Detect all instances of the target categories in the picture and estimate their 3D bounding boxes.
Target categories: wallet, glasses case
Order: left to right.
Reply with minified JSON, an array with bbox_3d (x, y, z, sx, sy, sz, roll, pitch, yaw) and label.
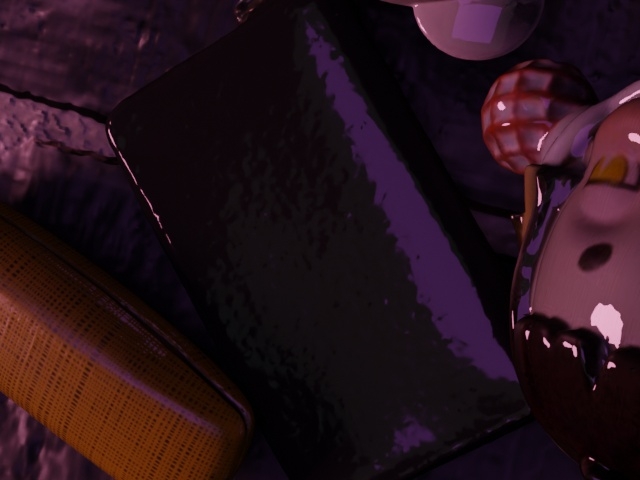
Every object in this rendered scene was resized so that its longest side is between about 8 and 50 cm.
[{"bbox_3d":[-0.134,0.045,0.626,0.234,0.064,0.079,35,113,12],"label":"glasses case"},{"bbox_3d":[0.000,0.000,0.615,0.149,0.044,0.250,-32,83,13],"label":"wallet"}]

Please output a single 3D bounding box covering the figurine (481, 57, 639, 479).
[{"bbox_3d":[0.200,-0.037,0.518,0.281,0.167,0.370,21,82,45],"label":"figurine"}]

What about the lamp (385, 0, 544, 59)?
[{"bbox_3d":[0.064,-0.215,0.572,0.179,0.108,0.246,24,92,7],"label":"lamp"}]
